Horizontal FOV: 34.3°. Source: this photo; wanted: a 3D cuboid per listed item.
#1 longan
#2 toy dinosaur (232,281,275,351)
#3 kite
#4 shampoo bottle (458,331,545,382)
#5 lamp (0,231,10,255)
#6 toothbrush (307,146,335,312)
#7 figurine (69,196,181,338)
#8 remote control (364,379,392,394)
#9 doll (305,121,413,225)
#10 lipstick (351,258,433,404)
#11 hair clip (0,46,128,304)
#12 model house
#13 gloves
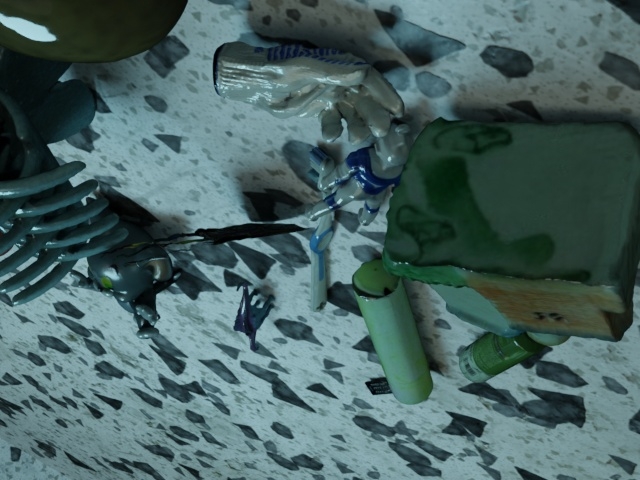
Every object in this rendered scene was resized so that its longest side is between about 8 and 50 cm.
[{"bbox_3d":[-0.272,-0.325,0.986,0.350,0.288,0.288,41,147,-12],"label":"longan"},{"bbox_3d":[-0.112,0.121,1.699,0.045,0.080,0.197,19,148,19],"label":"toy dinosaur"},{"bbox_3d":[-0.161,-0.002,1.413,0.152,0.285,0.015,5,105,52],"label":"kite"},{"bbox_3d":[0.268,0.143,1.460,0.065,0.065,0.204,32,149,-7],"label":"shampoo bottle"},{"bbox_3d":[-0.597,-0.018,1.856,0.107,0.092,0.107,51,176,5],"label":"lamp"},{"bbox_3d":[0.003,0.003,1.475,0.040,0.040,0.386,19,147,14],"label":"toothbrush"},{"bbox_3d":[-0.303,0.069,1.722,0.193,0.140,0.265,36,170,33],"label":"figurine"},{"bbox_3d":[0.116,0.247,1.773,0.091,0.016,0.034,-14,114,47],"label":"remote control"},{"bbox_3d":[0.068,-0.083,1.283,0.114,0.057,0.227,9,153,-19],"label":"doll"},{"bbox_3d":[0.113,0.144,1.566,0.076,0.076,0.304,10,145,26],"label":"lipstick"},{"bbox_3d":[-0.393,-0.090,1.305,0.238,0.392,0.318,58,170,18],"label":"hair clip"},{"bbox_3d":[0.254,0.019,1.211,0.267,0.194,0.325,6,157,28],"label":"model house"},{"bbox_3d":[-0.013,-0.176,1.170,0.229,0.097,0.119,22,159,14],"label":"gloves"}]
